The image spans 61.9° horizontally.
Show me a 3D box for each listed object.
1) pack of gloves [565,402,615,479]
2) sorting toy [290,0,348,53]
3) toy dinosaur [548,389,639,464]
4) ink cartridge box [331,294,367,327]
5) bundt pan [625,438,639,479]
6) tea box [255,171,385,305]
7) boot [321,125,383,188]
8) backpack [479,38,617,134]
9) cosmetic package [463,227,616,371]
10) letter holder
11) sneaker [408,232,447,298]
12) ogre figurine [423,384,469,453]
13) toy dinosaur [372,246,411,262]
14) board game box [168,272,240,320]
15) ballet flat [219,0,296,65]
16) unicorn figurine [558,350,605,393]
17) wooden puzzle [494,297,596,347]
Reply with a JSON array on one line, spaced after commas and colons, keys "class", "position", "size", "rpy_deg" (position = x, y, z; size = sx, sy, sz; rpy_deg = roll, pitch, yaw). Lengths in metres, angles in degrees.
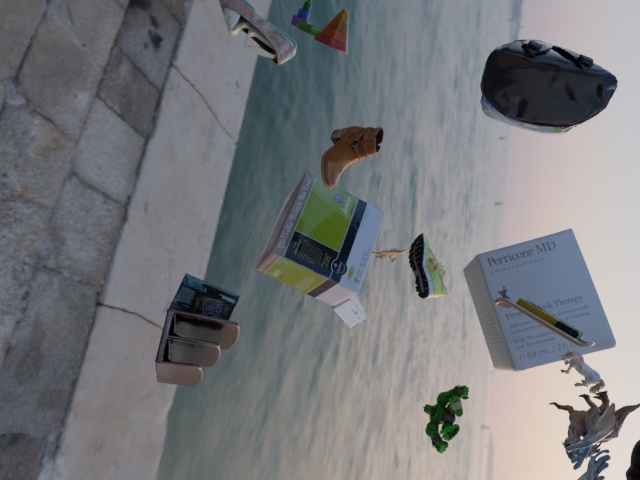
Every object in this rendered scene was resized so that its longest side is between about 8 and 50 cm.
[{"class": "pack of gloves", "position": [0.635, 0.522, 1.290], "size": [0.195, 0.046, 0.232], "rpy_deg": [-52, 157, -43]}, {"class": "sorting toy", "position": [0.007, -0.749, 1.812], "size": [0.127, 0.365, 0.126], "rpy_deg": [10, 117, -33]}, {"class": "toy dinosaur", "position": [0.847, 0.580, 1.645], "size": [0.127, 0.296, 0.200], "rpy_deg": [100, -17, -62]}, {"class": "ink cartridge box", "position": [0.097, 0.242, 2.266], "size": [0.154, 0.093, 0.212], "rpy_deg": [49, 8, -36]}, {"class": "bundt pan", "position": [0.740, 0.517, 1.016], "size": [0.331, 0.124, 0.330], "rpy_deg": [-170, -90, -87]}, {"class": "tea box", "position": [0.000, 0.000, 1.846], "size": [0.220, 0.324, 0.328], "rpy_deg": [-39, -154, 61]}, {"class": "boot", "position": [0.089, -0.235, 1.478], "size": [0.073, 0.153, 0.197], "rpy_deg": [37, 61, -54]}, {"class": "backpack", "position": [0.528, -0.386, 1.335], "size": [0.355, 0.291, 0.273], "rpy_deg": [-69, 172, -53]}, {"class": "cosmetic package", "position": [0.723, 0.216, 1.832], "size": [0.327, 0.330, 0.393], "rpy_deg": [59, 15, -76]}, {"class": "letter holder", "position": [-0.360, 0.334, 1.577], "size": [0.302, 0.215, 0.151], "rpy_deg": [121, -22, -61]}, {"class": "sneaker", "position": [0.326, 0.078, 1.593], "size": [0.081, 0.094, 0.208], "rpy_deg": [137, -45, -57]}, {"class": "ogre figurine", "position": [0.367, 0.523, 1.582], "size": [0.118, 0.097, 0.196], "rpy_deg": [152, -52, -68]}, {"class": "toy dinosaur", "position": [0.256, 0.047, 1.918], "size": [0.093, 0.183, 0.053], "rpy_deg": [25, 61, -68]}, {"class": "board game box", "position": [-0.364, 0.195, 1.681], "size": [0.126, 0.186, 0.026], "rpy_deg": [-63, -166, 7]}, {"class": "ballet flat", "position": [-0.220, -0.659, 1.652], "size": [0.106, 0.316, 0.107], "rpy_deg": [-52, 180, -10]}, {"class": "unicorn figurine", "position": [0.710, 0.352, 1.467], "size": [0.060, 0.162, 0.111], "rpy_deg": [-56, 171, -28]}, {"class": "wooden puzzle", "position": [0.582, 0.204, 1.368], "size": [0.221, 0.239, 0.044], "rpy_deg": [18, 99, -60]}]
